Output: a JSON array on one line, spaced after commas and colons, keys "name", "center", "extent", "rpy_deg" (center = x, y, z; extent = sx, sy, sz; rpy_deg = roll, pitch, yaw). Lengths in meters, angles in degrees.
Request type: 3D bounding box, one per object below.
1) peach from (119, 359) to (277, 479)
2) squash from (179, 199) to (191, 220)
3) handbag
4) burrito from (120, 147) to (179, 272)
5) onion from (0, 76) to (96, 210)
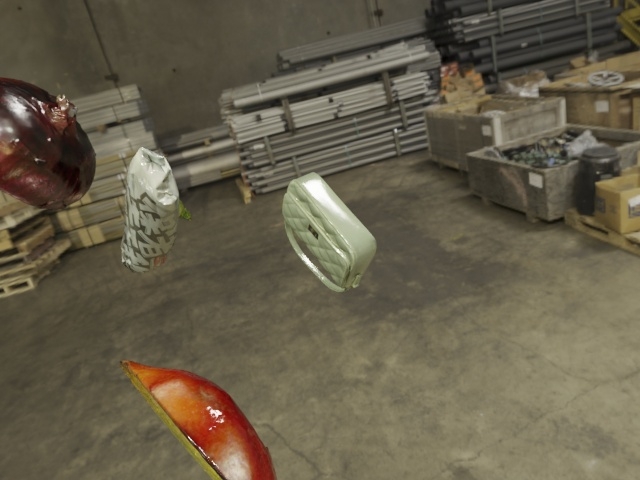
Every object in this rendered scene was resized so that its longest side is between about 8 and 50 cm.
[{"name": "peach", "center": [-0.134, 0.216, 0.553], "extent": [0.279, 0.189, 0.068], "rpy_deg": [39, 55, 24]}, {"name": "squash", "center": [-0.491, -0.116, 1.519], "extent": [0.075, 0.200, 0.090], "rpy_deg": [-37, 49, 4]}, {"name": "handbag", "center": [0.000, 0.000, 1.039], "extent": [0.079, 0.219, 0.256], "rpy_deg": [-25, 63, -32]}, {"name": "burrito", "center": [-0.419, -0.029, 1.161], "extent": [0.101, 0.139, 0.446], "rpy_deg": [-48, -8, -43]}, {"name": "onion", "center": [-0.621, -0.217, 1.042], "extent": [0.232, 0.314, 0.314], "rpy_deg": [-28, 18, 9]}]
